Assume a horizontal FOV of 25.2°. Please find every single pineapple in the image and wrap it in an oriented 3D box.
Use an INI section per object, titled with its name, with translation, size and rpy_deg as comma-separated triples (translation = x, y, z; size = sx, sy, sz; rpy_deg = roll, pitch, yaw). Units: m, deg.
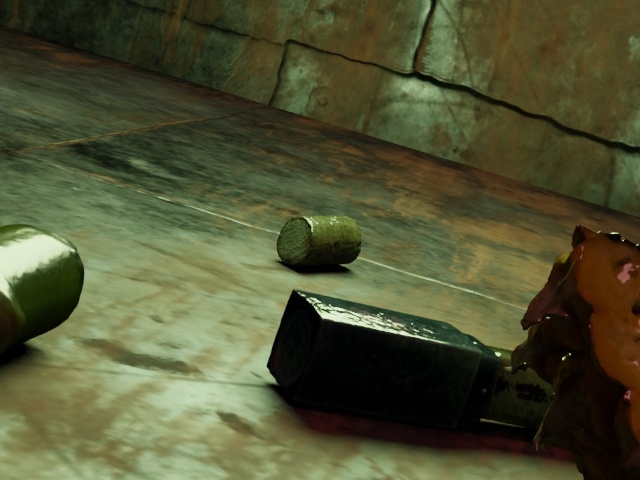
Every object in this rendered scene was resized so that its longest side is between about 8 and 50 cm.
[pineapple]
translation = 0.165, 0.112, 0.674
size = 0.250, 0.139, 0.164
rpy_deg = 28, -40, -33

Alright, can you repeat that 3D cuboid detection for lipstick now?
[lipstick]
translation = 0.122, 0.086, 0.827
size = 0.312, 0.051, 0.051
rpy_deg = 13, 10, -25

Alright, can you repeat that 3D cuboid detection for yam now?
[yam]
translation = 0.000, 0.000, 1.143
size = 0.043, 0.043, 0.094
rpy_deg = 22, 11, 30

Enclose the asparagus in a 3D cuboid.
[asparagus]
translation = -0.175, 0.034, 0.609
size = 0.067, 0.060, 0.278
rpy_deg = 37, 13, 8
